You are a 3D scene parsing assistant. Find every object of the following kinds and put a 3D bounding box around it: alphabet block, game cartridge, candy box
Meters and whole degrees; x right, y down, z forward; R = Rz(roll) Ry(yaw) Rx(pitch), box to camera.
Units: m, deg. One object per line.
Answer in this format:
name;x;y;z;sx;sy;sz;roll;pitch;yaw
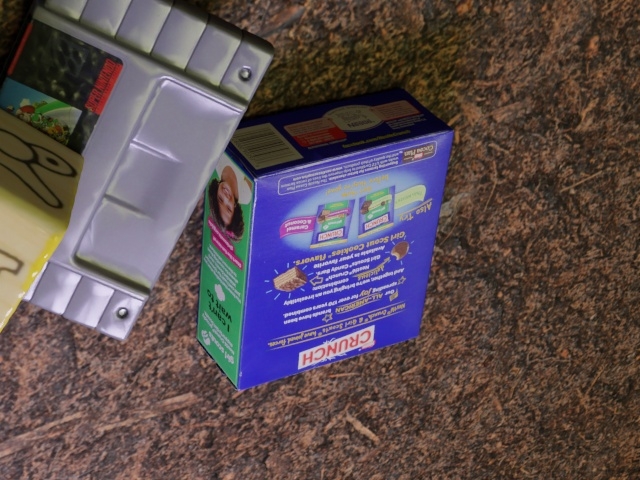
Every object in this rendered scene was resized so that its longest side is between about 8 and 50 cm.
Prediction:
alphabet block;-0.353;-0.022;1.189;0.197;0.192;0.193;32;109;-16
game cartridge;-0.226;-0.087;1.304;0.230;0.068;0.355;22;110;-19
candy box;0.000;0.000;1.558;0.268;0.122;0.317;-15;130;-27
